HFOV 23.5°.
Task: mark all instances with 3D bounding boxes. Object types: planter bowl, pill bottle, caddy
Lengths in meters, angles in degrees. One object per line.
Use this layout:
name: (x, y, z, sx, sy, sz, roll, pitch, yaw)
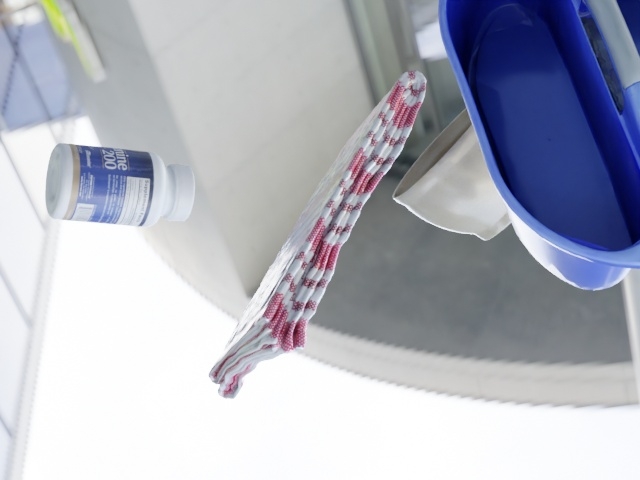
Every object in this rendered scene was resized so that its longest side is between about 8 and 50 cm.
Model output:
planter bowl: (0.171, -0.069, 1.665, 0.162, 0.109, 0.162, -46, -174, 7)
pill bottle: (-0.173, -0.046, 1.336, 0.120, 0.067, 0.067, 5, -146, -23)
caddy: (0.232, -0.127, 1.207, 0.241, 0.179, 0.341, -19, -112, 4)

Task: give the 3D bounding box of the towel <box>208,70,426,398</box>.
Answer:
towel: (0.000, 0.000, 0.938, 0.029, 0.144, 0.197, 32, -114, -6)
